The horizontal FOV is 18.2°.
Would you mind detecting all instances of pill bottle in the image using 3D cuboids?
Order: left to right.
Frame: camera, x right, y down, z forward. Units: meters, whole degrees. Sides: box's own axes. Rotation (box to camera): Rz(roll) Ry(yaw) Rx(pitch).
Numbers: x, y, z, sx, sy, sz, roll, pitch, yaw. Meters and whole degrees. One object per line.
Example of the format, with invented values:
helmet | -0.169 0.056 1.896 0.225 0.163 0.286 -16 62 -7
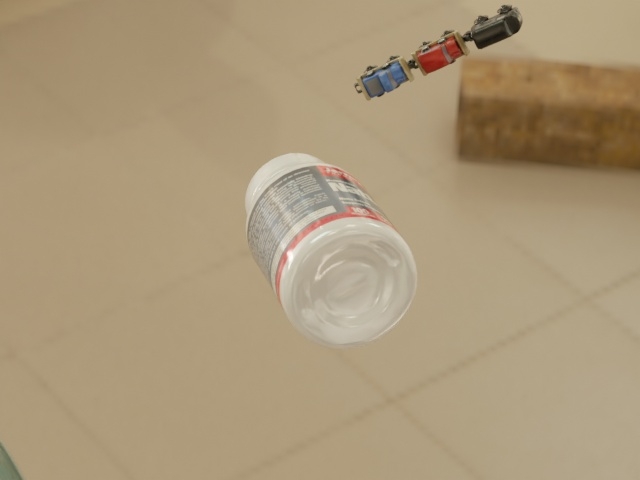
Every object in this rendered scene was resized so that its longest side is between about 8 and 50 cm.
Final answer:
pill bottle | 0.000 0.000 1.571 0.108 0.108 0.180 -9 27 -14

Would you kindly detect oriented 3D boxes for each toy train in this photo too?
toy train | 0.100 -0.159 1.716 0.158 0.027 0.036 -24 23 15

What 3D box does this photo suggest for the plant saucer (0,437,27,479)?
plant saucer | -0.071 0.093 0.316 0.037 0.195 0.195 -6 36 17
